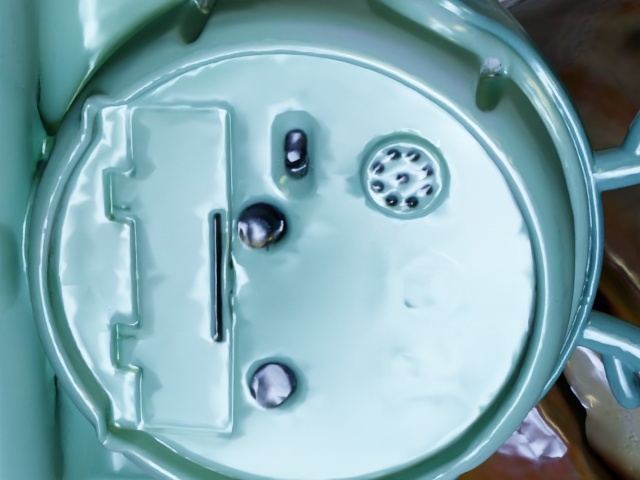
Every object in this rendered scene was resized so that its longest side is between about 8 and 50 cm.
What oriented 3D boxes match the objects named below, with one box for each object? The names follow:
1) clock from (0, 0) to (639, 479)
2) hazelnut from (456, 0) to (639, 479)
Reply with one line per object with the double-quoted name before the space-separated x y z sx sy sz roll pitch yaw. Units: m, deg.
"clock" 0.000 0.000 0.382 0.211 0.159 0.066 2 -157 6
"hazelnut" 0.107 -0.003 0.526 0.251 0.217 0.217 -38 -178 4
